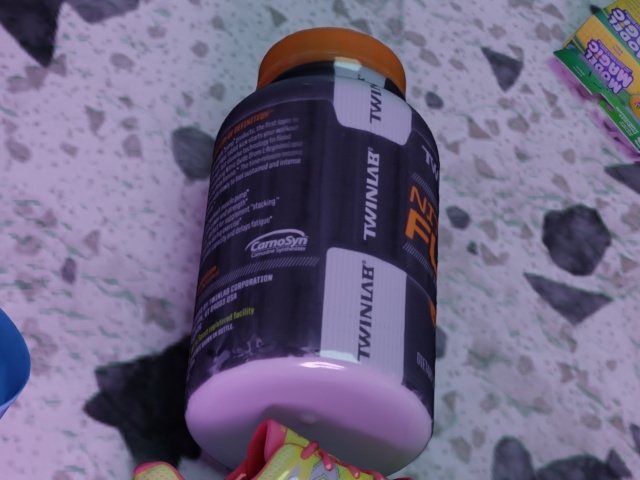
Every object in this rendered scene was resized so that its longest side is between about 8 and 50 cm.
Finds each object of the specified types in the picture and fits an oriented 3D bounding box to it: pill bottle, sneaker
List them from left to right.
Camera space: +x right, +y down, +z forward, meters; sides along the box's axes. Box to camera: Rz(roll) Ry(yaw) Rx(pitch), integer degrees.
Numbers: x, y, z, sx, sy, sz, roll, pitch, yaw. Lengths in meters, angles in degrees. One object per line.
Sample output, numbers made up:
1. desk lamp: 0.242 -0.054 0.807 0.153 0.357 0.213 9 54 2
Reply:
1. pill bottle: 0.000 0.000 1.052 0.130 0.130 0.246 18 51 -19
2. sneaker: 0.000 0.132 0.959 0.208 0.081 0.094 -6 80 -21

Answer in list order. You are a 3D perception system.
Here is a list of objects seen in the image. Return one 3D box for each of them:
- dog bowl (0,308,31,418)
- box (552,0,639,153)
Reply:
1. dog bowl: -0.259 0.071 0.824 0.166 0.074 0.297 34 25 26
2. box: 0.248 -0.131 1.353 0.179 0.043 0.105 -32 78 -40
